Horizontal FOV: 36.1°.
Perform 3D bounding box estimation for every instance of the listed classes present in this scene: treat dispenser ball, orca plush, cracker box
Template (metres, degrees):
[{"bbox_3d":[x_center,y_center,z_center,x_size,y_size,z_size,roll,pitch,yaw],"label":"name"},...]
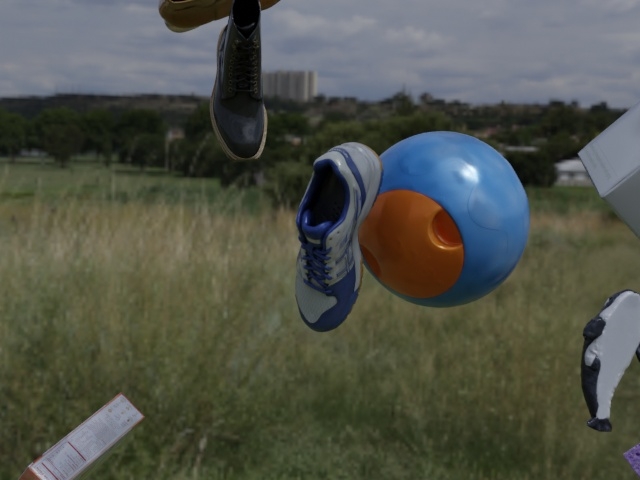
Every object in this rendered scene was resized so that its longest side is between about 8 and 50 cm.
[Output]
[{"bbox_3d":[0.195,-0.034,1.605,0.288,0.288,0.288,2,5,0],"label":"treat dispenser ball"},{"bbox_3d":[0.576,0.241,1.987,0.151,0.287,0.102,3,-5,-16],"label":"orca plush"},{"bbox_3d":[-0.419,0.374,1.663,0.155,0.067,0.232,-48,-6,39],"label":"cracker box"}]

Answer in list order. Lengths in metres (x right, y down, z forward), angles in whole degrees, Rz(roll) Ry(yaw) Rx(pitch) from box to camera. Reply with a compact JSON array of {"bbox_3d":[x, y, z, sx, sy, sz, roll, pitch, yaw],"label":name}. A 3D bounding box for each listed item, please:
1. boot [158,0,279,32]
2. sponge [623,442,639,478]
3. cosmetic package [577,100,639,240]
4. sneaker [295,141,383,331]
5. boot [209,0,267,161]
[{"bbox_3d":[-0.118,-0.418,1.542,0.295,0.104,0.211,-31,6,-12],"label":"boot"},{"bbox_3d":[0.653,0.441,1.759,0.117,0.210,0.031,-37,-18,13],"label":"sponge"},{"bbox_3d":[0.504,-0.004,1.218,0.155,0.365,0.197,-42,10,19],"label":"cosmetic package"},{"bbox_3d":[0.000,0.000,1.449,0.112,0.296,0.131,17,16,26],"label":"sneaker"},{"bbox_3d":[-0.104,-0.213,1.274,0.077,0.197,0.137,-6,-13,-12],"label":"boot"}]
